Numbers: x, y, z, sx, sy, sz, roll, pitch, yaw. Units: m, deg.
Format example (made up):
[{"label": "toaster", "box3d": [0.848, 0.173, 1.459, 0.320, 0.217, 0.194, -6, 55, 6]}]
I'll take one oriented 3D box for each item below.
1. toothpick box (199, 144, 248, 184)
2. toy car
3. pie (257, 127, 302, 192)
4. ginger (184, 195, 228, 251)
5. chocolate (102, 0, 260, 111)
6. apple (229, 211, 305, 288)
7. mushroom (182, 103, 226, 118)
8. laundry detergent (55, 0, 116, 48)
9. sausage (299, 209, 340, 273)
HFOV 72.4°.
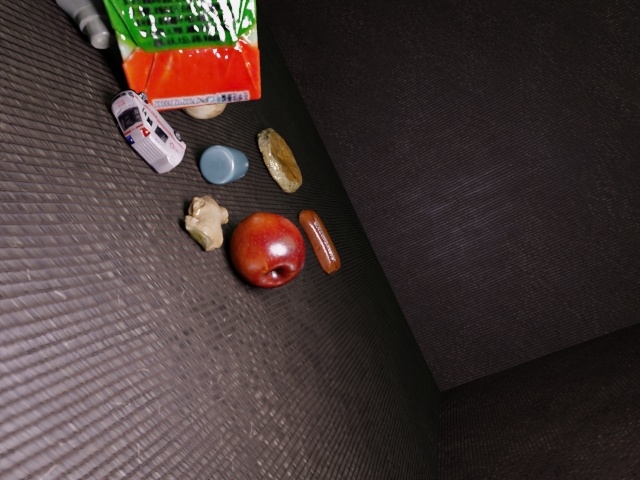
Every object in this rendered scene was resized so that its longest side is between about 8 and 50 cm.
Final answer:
[{"label": "toothpick box", "box3d": [-0.305, -0.246, 1.422, 0.120, 0.120, 0.184, 63, 12, -5]}, {"label": "toy car", "box3d": [-0.436, -0.270, 1.096, 0.210, 0.089, 0.108, 55, 23, -41]}, {"label": "pie", "box3d": [-0.190, -0.376, 2.051, 0.340, 0.083, 0.339, 58, 15, -25]}, {"label": "ginger", "box3d": [-0.309, -0.063, 1.207, 0.213, 0.074, 0.138, -82, 153, -56]}, {"label": "chocolate", "box3d": [-0.354, -0.541, 1.157, 0.341, 0.360, 0.161, 93, -22, -43]}, {"label": "apple", "box3d": [-0.156, 0.029, 1.290, 0.218, 0.218, 0.201, 42, 29, -53]}, {"label": "mushroom", "box3d": [-0.402, -0.521, 1.431, 0.255, 0.184, 0.255, 38, 33, -31]}, {"label": "laundry detergent", "box3d": [-0.608, -0.678, 1.110, 0.398, 0.124, 0.264, 66, 19, 2]}, {"label": "sausage", "box3d": [0.000, 0.000, 2.056, 0.330, 0.102, 0.102, 63, 16, -2]}]
